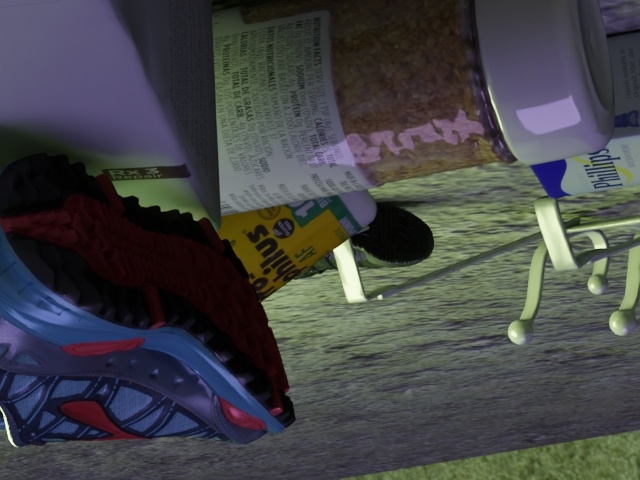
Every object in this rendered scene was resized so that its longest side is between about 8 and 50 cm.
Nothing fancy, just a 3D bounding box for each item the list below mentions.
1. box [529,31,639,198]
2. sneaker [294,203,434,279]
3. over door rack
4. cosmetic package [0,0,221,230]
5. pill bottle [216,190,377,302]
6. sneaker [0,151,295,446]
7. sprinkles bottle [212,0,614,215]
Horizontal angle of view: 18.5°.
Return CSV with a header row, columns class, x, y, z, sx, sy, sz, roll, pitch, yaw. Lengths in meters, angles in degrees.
class,x,y,z,sx,sy,sz,roll,pitch,yaw
box,0.202,-0.083,1.287,0.137,0.072,0.126,-8,166,13
sneaker,0.000,0.003,1.616,0.170,0.051,0.089,3,165,-17
over door rack,0.204,0.024,1.543,0.324,0.108,0.239,-2,174,-43
cosmetic package,-0.168,-0.111,0.839,0.217,0.156,0.385,-4,168,5
pill bottle,-0.078,-0.003,1.237,0.208,0.117,0.117,-36,164,1
sneaker,-0.109,0.042,0.910,0.125,0.104,0.262,-28,149,17
sprinkles bottle,-0.019,-0.079,1.108,0.355,0.121,0.121,-10,166,18
